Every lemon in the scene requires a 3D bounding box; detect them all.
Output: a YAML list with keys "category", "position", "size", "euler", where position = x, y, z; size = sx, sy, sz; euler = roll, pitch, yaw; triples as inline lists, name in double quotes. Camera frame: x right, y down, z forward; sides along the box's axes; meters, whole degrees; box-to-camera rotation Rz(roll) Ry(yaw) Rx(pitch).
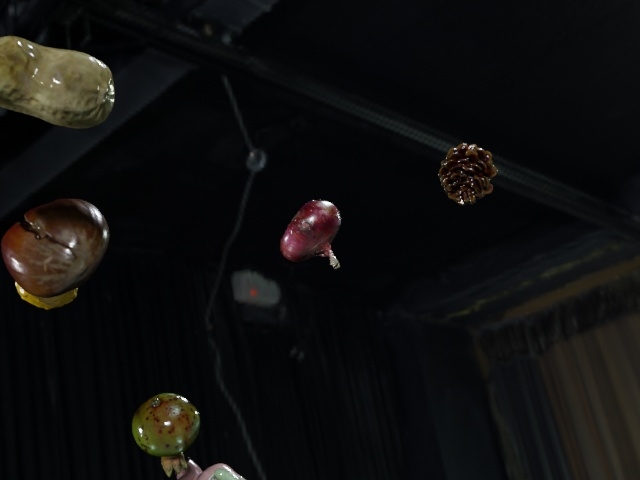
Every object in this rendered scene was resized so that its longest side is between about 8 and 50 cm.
- category: "lemon"
  position: [-0.609, 0.097, 2.247]
  size: [0.114, 0.114, 0.155]
  euler: [-27, -35, 30]

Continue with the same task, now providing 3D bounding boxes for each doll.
- category: "doll"
  position: [-0.275, 0.695, 2.599]
  size: [0.216, 0.268, 0.284]
  euler: [-34, -41, -42]

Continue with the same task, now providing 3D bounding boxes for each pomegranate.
- category: "pomegranate"
  position: [-0.358, 0.455, 2.368]
  size: [0.159, 0.205, 0.159]
  euler: [-7, 19, 2]

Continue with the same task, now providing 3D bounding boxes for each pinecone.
- category: "pinecone"
  position: [0.246, -0.104, 1.689]
  size: [0.102, 0.109, 0.102]
  euler: [11, -43, 11]

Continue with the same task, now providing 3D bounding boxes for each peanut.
- category: "peanut"
  position: [-0.439, -0.252, 1.572]
  size: [0.253, 0.122, 0.137]
  euler: [15, -1, -27]

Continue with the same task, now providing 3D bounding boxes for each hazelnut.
- category: "hazelnut"
  position: [-0.515, 0.011, 1.968]
  size: [0.212, 0.181, 0.181]
  euler: [-48, 5, -7]

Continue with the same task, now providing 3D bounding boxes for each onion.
- category: "onion"
  position: [0.000, 0.000, 2.082]
  size: [0.150, 0.140, 0.150]
  euler: [-41, -22, -20]
